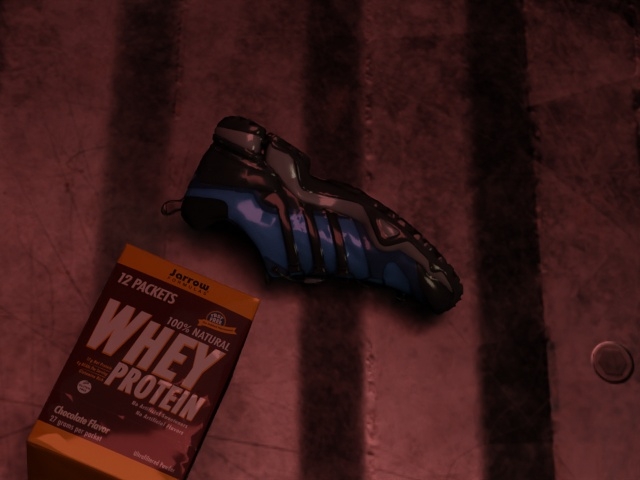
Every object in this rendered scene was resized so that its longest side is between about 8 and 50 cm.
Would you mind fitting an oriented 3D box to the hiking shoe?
[{"bbox_3d":[0.000,0.000,1.322,0.304,0.113,0.132,33,93,-2],"label":"hiking shoe"}]

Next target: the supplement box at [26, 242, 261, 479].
[{"bbox_3d":[-0.159,0.144,1.155,0.129,0.191,0.194,23,62,0],"label":"supplement box"}]
